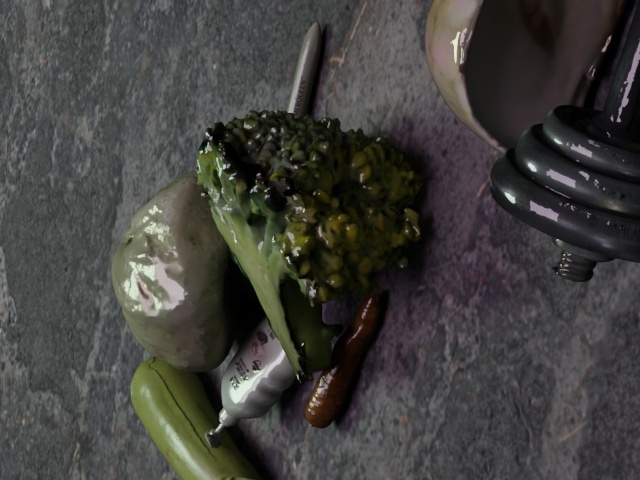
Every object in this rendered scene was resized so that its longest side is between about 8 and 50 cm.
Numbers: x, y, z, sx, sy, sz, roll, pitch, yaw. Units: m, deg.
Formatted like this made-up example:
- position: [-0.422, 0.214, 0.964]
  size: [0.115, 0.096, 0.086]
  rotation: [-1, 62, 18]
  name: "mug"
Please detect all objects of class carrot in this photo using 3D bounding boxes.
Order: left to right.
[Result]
- position: [0.025, 0.117, 1.922]
  size: [0.035, 0.036, 0.165]
  rotation: [49, 123, 47]
  name: "carrot"

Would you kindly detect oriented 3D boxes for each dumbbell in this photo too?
- position: [0.254, -0.156, 1.482]
  size: [0.179, 0.179, 0.406]
  rotation: [40, 119, 51]
  name: "dumbbell"

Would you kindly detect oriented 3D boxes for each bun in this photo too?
- position: [-0.151, 0.030, 2.044]
  size: [0.231, 0.133, 0.231]
  rotation: [3, -90, -85]
  name: "bun"

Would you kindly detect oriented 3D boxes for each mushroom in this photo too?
- position: [0.146, -0.197, 1.663]
  size: [0.173, 0.162, 0.236]
  rotation: [35, 113, 51]
  name: "mushroom"

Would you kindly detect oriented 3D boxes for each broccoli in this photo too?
- position: [0.008, -0.016, 1.885]
  size: [0.273, 0.180, 0.242]
  rotation: [66, 165, -16]
  name: "broccoli"

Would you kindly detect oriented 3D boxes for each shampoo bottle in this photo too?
- position: [-0.073, 0.152, 2.023]
  size: [0.152, 0.045, 0.077]
  rotation: [-54, 43, 19]
  name: "shampoo bottle"

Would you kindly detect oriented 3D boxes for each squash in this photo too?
- position: [-0.137, 0.210, 2.109]
  size: [0.250, 0.083, 0.083]
  rotation: [49, 125, 46]
  name: "squash"

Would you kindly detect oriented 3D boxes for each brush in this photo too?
- position: [-0.036, -0.083, 2.043]
  size: [0.039, 0.042, 0.299]
  rotation: [23, 102, 56]
  name: "brush"
